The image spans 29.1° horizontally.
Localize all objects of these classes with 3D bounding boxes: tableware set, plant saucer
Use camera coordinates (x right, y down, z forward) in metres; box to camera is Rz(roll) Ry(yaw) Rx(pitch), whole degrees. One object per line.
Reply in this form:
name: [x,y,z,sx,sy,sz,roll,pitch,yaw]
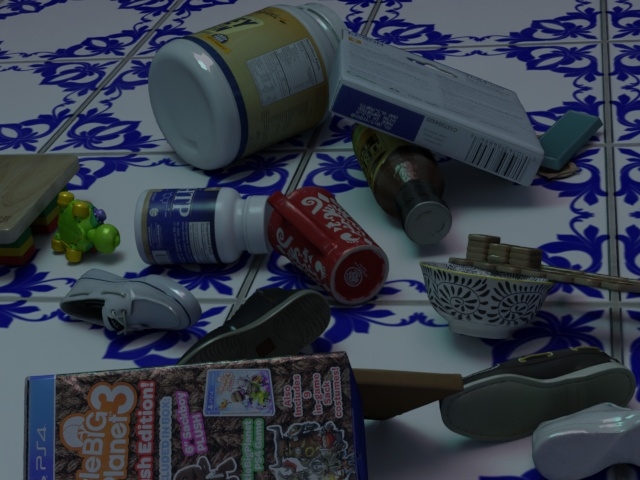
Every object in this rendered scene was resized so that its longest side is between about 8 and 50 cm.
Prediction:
tableware set: [0.331,-0.134,1.976,0.141,0.020,0.168,-7,27,-1]
plant saucer: [0.392,-0.166,1.988,0.067,0.018,0.192,18,37,27]

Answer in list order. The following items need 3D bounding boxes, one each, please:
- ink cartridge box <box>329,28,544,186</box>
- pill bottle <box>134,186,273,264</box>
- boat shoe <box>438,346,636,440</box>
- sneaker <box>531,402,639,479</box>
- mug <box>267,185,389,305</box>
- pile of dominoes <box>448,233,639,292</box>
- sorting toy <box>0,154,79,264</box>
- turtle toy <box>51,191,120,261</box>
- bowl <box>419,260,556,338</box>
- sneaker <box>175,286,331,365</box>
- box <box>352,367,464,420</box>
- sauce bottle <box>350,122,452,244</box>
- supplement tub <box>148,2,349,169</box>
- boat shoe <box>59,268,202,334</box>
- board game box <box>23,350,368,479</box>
ink cartridge box: [0.172,-0.215,1.935,0.324,0.071,0.330,19,20,-6]
pill bottle: [-0.164,-0.021,1.773,0.187,0.112,0.112,-1,28,10]
boat shoe: [0.233,0.167,1.371,0.228,0.081,0.068,-6,24,-14]
sneaker: [0.329,0.200,1.295,0.212,0.080,0.094,-3,16,9]
mug: [-0.001,0.009,1.674,0.150,0.113,0.169,8,22,-34]
pile of dominoes: [0.307,0.028,1.560,0.251,0.040,0.196,9,3,26]
sorting toy: [-0.533,-0.039,1.912,0.256,0.089,0.257,1,29,14]
turtle toy: [-0.349,-0.016,1.840,0.066,0.095,0.130,-1,20,-40]
bowl: [0.201,0.076,1.518,0.170,0.080,0.170,7,4,-1]
sneaker: [-0.101,0.131,1.531,0.222,0.083,0.118,-28,15,-23]
box: [0.025,0.162,1.302,0.201,0.021,0.164,8,-22,-28]
sauce bottle: [0.125,-0.102,1.861,0.111,0.111,0.344,-9,26,-5]
supplement tub: [-0.110,-0.273,2.111,0.316,0.228,0.228,-27,34,-33]
boat shoe: [-0.254,0.094,1.628,0.226,0.083,0.076,4,39,43]
board game box: [-0.105,0.209,1.164,0.291,0.232,0.141,-5,71,3]
